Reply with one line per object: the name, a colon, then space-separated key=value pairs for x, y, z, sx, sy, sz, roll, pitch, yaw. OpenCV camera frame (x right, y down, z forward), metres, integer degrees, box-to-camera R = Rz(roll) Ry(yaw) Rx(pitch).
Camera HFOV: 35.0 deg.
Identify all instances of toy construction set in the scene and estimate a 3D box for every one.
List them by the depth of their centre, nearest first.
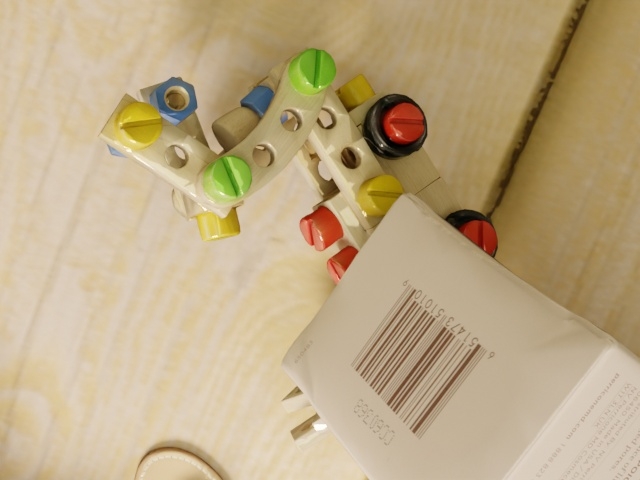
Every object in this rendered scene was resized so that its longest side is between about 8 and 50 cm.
toy construction set: x=0.000 y=0.000 z=0.754 sx=0.215 sy=0.151 sz=0.328 roll=-35 pitch=111 yaw=-23

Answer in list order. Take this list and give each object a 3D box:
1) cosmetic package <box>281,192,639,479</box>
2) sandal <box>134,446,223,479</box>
cosmetic package: x=0.184 y=0.152 z=0.702 sx=0.385 sy=0.217 sz=0.156 roll=32 pitch=96 yaw=-38
sandal: x=-0.097 y=0.293 z=0.836 sx=0.088 sy=0.079 sz=0.240 roll=-12 pitch=101 yaw=-3
